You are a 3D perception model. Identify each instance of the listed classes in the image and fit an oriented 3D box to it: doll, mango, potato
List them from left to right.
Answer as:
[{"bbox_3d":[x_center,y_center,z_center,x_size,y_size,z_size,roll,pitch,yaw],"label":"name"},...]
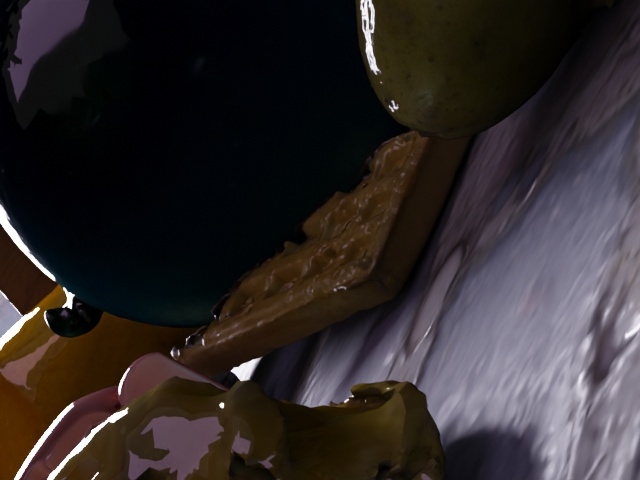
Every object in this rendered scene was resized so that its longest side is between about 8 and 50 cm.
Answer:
[{"bbox_3d":[-0.128,0.103,0.989,0.154,0.126,0.252,10,-69,-60],"label":"mango"},{"bbox_3d":[-0.039,-0.096,0.826,0.322,0.198,0.186,-64,-20,7],"label":"doll"},{"bbox_3d":[0.071,-0.121,0.604,0.188,0.085,0.105,-61,-17,-21],"label":"potato"}]

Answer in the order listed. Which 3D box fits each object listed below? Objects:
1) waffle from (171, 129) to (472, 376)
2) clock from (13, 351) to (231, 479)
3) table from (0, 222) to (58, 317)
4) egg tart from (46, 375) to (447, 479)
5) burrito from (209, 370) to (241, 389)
[{"bbox_3d":[0.000,0.000,0.751,0.152,0.023,0.097,-28,31,51],"label":"waffle"},{"bbox_3d":[-0.086,0.127,0.766,0.166,0.092,0.162,-64,3,-17],"label":"clock"},{"bbox_3d":[-0.082,-0.122,1.109,0.317,0.317,0.249,-58,-7,35],"label":"table"},{"bbox_3d":[-0.073,0.138,0.472,0.297,0.132,0.297,-54,8,12],"label":"egg tart"},{"bbox_3d":[-0.091,0.144,0.880,0.203,0.064,0.064,-65,7,-18],"label":"burrito"}]
